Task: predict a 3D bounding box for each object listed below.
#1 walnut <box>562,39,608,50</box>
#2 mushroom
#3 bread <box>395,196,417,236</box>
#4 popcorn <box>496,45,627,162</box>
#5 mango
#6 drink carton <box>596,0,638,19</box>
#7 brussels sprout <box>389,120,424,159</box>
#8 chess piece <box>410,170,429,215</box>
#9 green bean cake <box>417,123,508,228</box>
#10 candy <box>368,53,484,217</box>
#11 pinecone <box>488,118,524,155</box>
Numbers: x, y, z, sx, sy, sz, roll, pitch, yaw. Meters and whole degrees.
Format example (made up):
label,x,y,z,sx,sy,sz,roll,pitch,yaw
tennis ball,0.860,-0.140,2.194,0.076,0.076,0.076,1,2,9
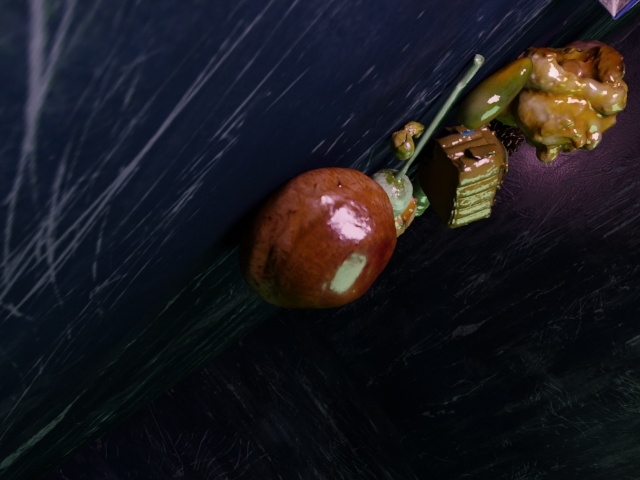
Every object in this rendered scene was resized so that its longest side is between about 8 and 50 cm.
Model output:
label,x,y,z,sx,sy,sz,roll,pitch,yaw
walnut,0.876,-0.551,1.452,0.227,0.273,0.273,0,-155,44
mushroom,0.008,0.009,0.686,0.263,0.195,0.283,-44,174,-4
bread,0.088,-0.003,1.166,0.375,0.165,0.236,-39,178,-6
popcorn,0.609,-0.363,1.105,0.326,0.289,0.321,-9,-165,31
mango,0.399,-0.332,0.966,0.191,0.085,0.122,-38,170,0
drink carton,0.571,-0.506,0.654,0.315,0.106,0.130,-39,175,-8
brussels sprout,0.162,-0.193,0.791,0.046,0.051,0.083,-2,-128,49
chess piece,0.410,-0.224,1.623,0.144,0.144,0.251,-33,165,-41
green bean cake,0.426,-0.227,1.254,0.202,0.284,0.310,-15,147,-3
candy,0.205,-0.194,0.882,0.119,0.119,0.440,-34,164,-35
pinecone,0.782,-0.448,1.821,0.208,0.207,0.208,-38,173,-5
